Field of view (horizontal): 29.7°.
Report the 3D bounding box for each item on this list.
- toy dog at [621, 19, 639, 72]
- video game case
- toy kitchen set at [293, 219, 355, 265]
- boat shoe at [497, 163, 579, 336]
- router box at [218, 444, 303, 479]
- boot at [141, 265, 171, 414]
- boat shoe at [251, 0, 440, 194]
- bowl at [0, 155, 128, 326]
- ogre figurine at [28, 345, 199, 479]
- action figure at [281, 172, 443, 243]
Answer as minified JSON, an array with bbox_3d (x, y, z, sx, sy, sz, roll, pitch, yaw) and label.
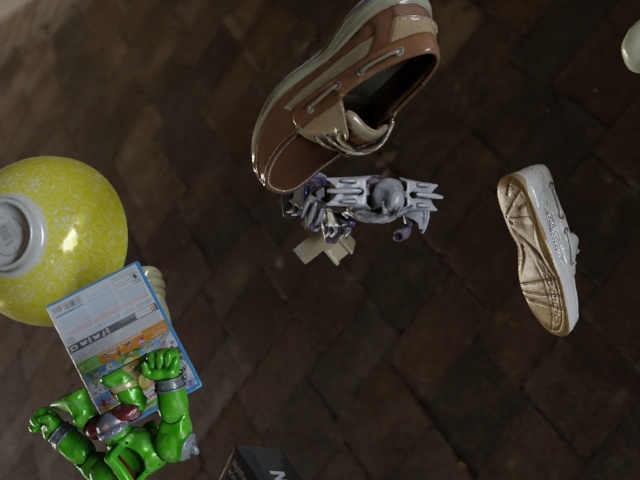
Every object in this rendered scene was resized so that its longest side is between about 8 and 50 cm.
[{"bbox_3d":[0.666,-0.180,1.631,0.395,0.284,0.408,-36,38,20],"label":"toy dog"},{"bbox_3d":[-0.228,0.123,1.402,0.119,0.166,0.015,-27,-6,-12],"label":"video game case"},{"bbox_3d":[0.000,0.000,1.851,0.068,0.083,0.075,-38,7,13],"label":"toy kitchen set"},{"bbox_3d":[0.364,0.013,1.888,0.096,0.277,0.098,-27,19,-30],"label":"boat shoe"},{"bbox_3d":[-0.067,0.459,1.590,0.309,0.081,0.243,47,118,49],"label":"router box"},{"bbox_3d":[-0.279,0.159,1.820,0.262,0.095,0.203,138,121,-64],"label":"boot"},{"bbox_3d":[0.026,-0.159,1.455,0.324,0.123,0.116,-50,48,35],"label":"boat shoe"},{"bbox_3d":[-0.474,-0.005,1.947,0.289,0.156,0.289,-2,85,17],"label":"bowl"},{"bbox_3d":[-0.209,0.197,1.265,0.197,0.118,0.097,-27,0,4],"label":"ogre figurine"},{"bbox_3d":[0.048,-0.046,1.632,0.285,0.185,0.099,4,81,67],"label":"action figure"}]
